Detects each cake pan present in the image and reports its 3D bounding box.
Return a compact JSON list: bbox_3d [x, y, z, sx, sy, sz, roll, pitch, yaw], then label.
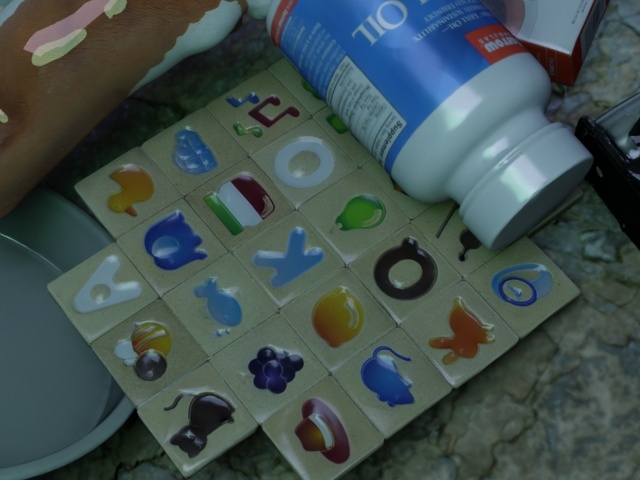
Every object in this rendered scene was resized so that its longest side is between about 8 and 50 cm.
[{"bbox_3d":[-0.256,0.054,0.797,0.293,0.054,0.293,17,38,-14],"label":"cake pan"}]

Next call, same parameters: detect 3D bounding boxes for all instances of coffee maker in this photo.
[{"bbox_3d":[0.285,-0.054,0.790,0.178,0.120,0.171,-33,90,-1],"label":"coffee maker"}]

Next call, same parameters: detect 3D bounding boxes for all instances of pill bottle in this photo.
[{"bbox_3d":[0.076,-0.104,0.806,0.124,0.124,0.221,-40,75,-5],"label":"pill bottle"}]

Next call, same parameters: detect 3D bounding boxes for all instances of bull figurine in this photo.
[{"bbox_3d":[-0.173,-0.155,0.824,0.310,0.101,0.188,-43,89,-2],"label":"bull figurine"}]

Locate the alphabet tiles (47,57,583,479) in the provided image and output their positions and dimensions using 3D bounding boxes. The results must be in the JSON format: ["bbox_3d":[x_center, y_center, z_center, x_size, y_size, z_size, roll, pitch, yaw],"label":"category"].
[{"bbox_3d":[0.000,0.000,0.831,0.342,0.011,0.285,-34,65,-18],"label":"alphabet tiles"}]

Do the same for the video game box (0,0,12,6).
[{"bbox_3d":[-0.358,-0.203,1.012,0.187,0.048,0.205,39,81,25],"label":"video game box"}]

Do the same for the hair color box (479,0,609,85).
[{"bbox_3d":[0.125,-0.187,0.899,0.167,0.053,0.093,19,74,20],"label":"hair color box"}]
